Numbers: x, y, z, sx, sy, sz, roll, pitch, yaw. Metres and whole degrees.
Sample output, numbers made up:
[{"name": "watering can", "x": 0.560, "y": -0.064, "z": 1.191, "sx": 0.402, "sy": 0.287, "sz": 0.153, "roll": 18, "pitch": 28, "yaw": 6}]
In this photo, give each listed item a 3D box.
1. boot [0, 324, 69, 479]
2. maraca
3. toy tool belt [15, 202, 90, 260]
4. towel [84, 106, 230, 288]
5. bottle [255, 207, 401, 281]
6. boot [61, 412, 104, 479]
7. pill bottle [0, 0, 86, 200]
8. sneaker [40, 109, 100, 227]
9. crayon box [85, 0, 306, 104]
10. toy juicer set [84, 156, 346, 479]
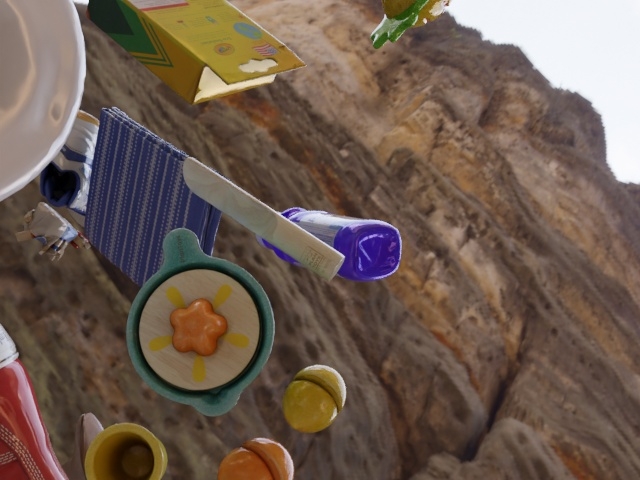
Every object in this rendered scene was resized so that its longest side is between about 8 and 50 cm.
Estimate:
[{"name": "boot", "x": -0.254, "y": 0.172, "z": 0.535, "sx": 0.244, "sy": 0.088, "sz": 0.176, "roll": -23, "pitch": -84, "yaw": 23}, {"name": "maraca", "x": 0.132, "y": -0.348, "z": 1.225, "sx": 0.099, "sy": 0.185, "sz": 0.127, "roll": 37, "pitch": -18, "yaw": -19}, {"name": "toy tool belt", "x": -0.307, "y": -0.003, "z": 0.985, "sx": 0.051, "sy": 0.083, "sz": 0.052, "roll": -46, "pitch": -123, "yaw": -7}, {"name": "towel", "x": -0.266, "y": -0.048, "z": 1.349, "sx": 0.336, "sy": 0.040, "sz": 0.243, "roll": 33, "pitch": -64, "yaw": 41}, {"name": "bottle", "x": 0.000, "y": 0.000, "z": 1.381, "sx": 0.283, "sy": 0.118, "sz": 0.092, "roll": 12, "pitch": -77, "yaw": 52}, {"name": "boot", "x": -0.255, "y": 0.242, "z": 0.888, "sx": 0.087, "sy": 0.042, "sz": 0.118, "roll": -17, "pitch": -97, "yaw": 31}, {"name": "pill bottle", "x": -0.302, "y": -0.117, "z": 0.564, "sx": 0.318, "sy": 0.176, "sz": 0.176, "roll": 11, "pitch": -62, "yaw": 48}, {"name": "sneaker", "x": -0.444, "y": -0.098, "z": 1.521, "sx": 0.112, "sy": 0.131, "sz": 0.296, "roll": 19, "pitch": -34, "yaw": 8}, {"name": "crayon box", "x": -0.205, "y": -0.331, "z": 1.422, "sx": 0.318, "sy": 0.202, "sz": 0.081, "roll": 41, "pitch": -51, "yaw": 20}, {"name": "toy juicer set", "x": -0.072, "y": 0.089, "z": 0.786, "sx": 0.209, "sy": 0.089, "sz": 0.329, "roll": 13, "pitch": -102, "yaw": 5}]
